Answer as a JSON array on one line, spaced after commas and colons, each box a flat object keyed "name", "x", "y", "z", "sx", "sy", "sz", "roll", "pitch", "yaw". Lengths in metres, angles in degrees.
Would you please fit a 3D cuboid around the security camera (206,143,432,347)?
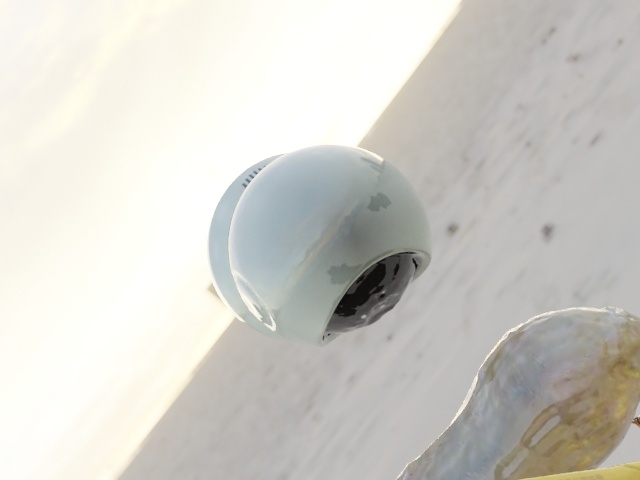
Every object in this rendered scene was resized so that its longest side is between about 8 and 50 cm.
[{"name": "security camera", "x": 0.000, "y": 0.000, "z": 1.489, "sx": 0.194, "sy": 0.194, "sz": 0.236, "roll": -51, "pitch": 7, "yaw": -13}]

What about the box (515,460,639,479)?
[{"name": "box", "x": 0.136, "y": 0.230, "z": 1.078, "sx": 0.043, "sy": 0.269, "sz": 0.152, "roll": -119, "pitch": 27, "yaw": -59}]

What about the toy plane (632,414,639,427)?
[{"name": "toy plane", "x": 0.368, "y": 0.153, "z": 1.488, "sx": 0.135, "sy": 0.188, "sz": 0.062, "roll": -48, "pitch": 14, "yaw": -5}]

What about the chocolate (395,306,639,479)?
[{"name": "chocolate", "x": 0.160, "y": 0.175, "z": 1.352, "sx": 0.309, "sy": 0.134, "sz": 0.134, "roll": -50, "pitch": -4, "yaw": 14}]
